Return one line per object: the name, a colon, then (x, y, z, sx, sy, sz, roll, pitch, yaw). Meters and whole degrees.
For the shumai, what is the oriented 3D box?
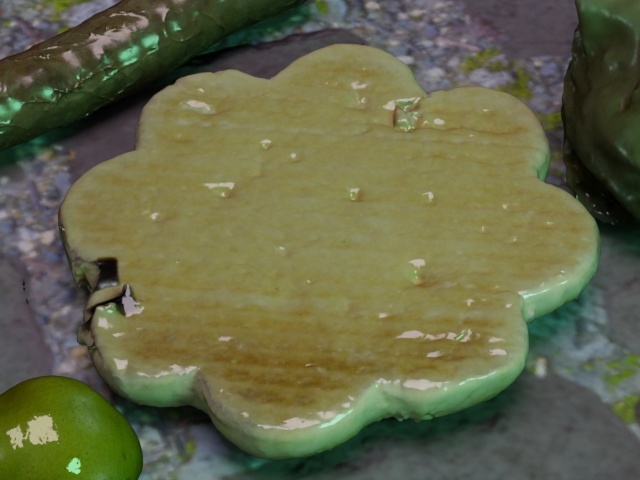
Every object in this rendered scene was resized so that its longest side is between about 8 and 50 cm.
shumai: (0.244, -0.139, 1.154, 0.189, 0.218, 0.256, 7, 41, 16)

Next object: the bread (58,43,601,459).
bread: (0.000, 0.000, 1.125, 0.316, 0.054, 0.316, -2, 44, 2)

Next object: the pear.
pear: (-0.132, 0.112, 0.990, 0.097, 0.092, 0.092, -6, 41, -32)

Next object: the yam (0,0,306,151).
yam: (-0.129, -0.122, 1.248, 0.300, 0.066, 0.066, -31, 51, -28)
